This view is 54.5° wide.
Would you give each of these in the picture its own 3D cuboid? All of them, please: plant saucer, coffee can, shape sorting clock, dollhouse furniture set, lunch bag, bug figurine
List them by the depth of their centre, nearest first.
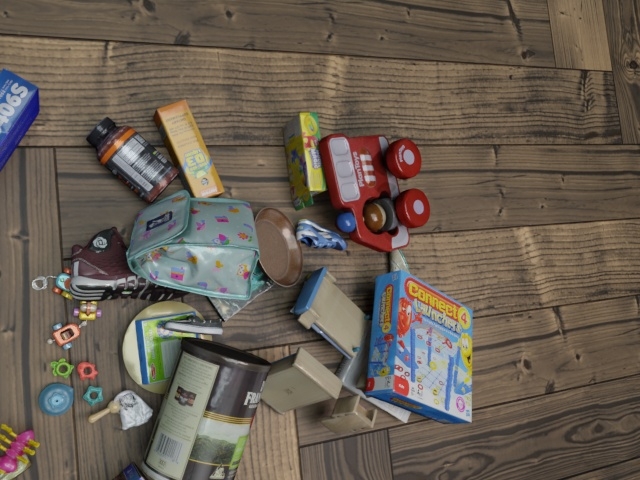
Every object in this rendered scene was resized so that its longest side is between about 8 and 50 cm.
[{"bbox_3d":[-0.673,0.424,1.191,0.279,0.072,0.216,30,60,8],"label":"bug figurine"},{"bbox_3d":[-0.241,0.366,1.325,0.202,0.201,0.275,20,85,-20],"label":"coffee can"},{"bbox_3d":[-0.276,0.004,1.342,0.262,0.223,0.160,7,119,-15],"label":"lunch bag"},{"bbox_3d":[-0.343,0.240,1.401,0.206,0.040,0.206,5,82,-35],"label":"shape sorting clock"},{"bbox_3d":[-0.110,0.018,1.489,0.198,0.036,0.198,34,47,-47],"label":"plant saucer"},{"bbox_3d":[0.003,0.269,1.520,0.286,0.198,0.303,43,44,-20],"label":"dollhouse furniture set"}]

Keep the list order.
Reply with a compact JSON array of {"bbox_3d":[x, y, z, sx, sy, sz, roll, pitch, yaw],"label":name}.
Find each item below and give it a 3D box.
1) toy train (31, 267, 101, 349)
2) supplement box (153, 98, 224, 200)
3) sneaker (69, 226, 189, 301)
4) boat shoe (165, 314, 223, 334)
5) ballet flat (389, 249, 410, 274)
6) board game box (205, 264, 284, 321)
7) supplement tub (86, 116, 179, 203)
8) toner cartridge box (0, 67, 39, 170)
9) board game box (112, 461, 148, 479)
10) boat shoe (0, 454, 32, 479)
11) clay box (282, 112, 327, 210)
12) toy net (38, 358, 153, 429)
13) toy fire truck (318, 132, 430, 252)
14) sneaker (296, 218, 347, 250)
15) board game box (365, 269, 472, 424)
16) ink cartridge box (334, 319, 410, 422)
[{"bbox_3d":[-0.540,0.142,1.325,0.125,0.046,0.166,-23,94,-24],"label":"toy train"},{"bbox_3d":[-0.306,-0.202,1.451,0.078,0.080,0.233,-25,97,-21],"label":"supplement box"},{"bbox_3d":[-0.409,0.043,1.368,0.281,0.106,0.162,4,59,-38],"label":"sneaker"},{"bbox_3d":[-0.283,0.188,1.398,0.142,0.049,0.040,14,70,-40],"label":"boat shoe"},{"bbox_3d":[0.215,0.094,1.654,0.052,0.057,0.168,-29,95,-14],"label":"ballet flat"},{"bbox_3d":[-0.192,0.090,1.492,0.186,0.026,0.126,-37,98,-23],"label":"board game box"},{"bbox_3d":[-0.420,-0.182,1.384,0.198,0.106,0.106,43,70,-12],"label":"supplement tub"},{"bbox_3d":[-0.684,-0.160,1.235,0.075,0.165,0.347,30,72,-16],"label":"toner cartridge box"},{"bbox_3d":[-0.419,0.653,1.264,0.291,0.141,0.232,-40,100,-22],"label":"board game box"},{"bbox_3d":[-0.655,0.477,1.233,0.153,0.056,0.048,-34,88,-24],"label":"boat shoe"},{"bbox_3d":[-0.038,-0.191,1.537,0.053,0.127,0.222,-7,87,-23],"label":"clay box"},{"bbox_3d":[-0.473,0.332,1.335,0.232,0.045,0.122,19,75,-22],"label":"toy net"},{"bbox_3d":[0.119,-0.116,1.538,0.254,0.169,0.302,-12,92,-39],"label":"toy fire truck"},{"bbox_3d":[0.000,0.000,1.567,0.144,0.053,0.059,23,61,-16],"label":"sneaker"},{"bbox_3d":[0.256,0.270,1.546,0.308,0.086,0.302,29,56,-36],"label":"board game box"},{"bbox_3d":[0.164,0.337,1.607,0.225,0.056,0.181,36,71,-21],"label":"ink cartridge box"}]
